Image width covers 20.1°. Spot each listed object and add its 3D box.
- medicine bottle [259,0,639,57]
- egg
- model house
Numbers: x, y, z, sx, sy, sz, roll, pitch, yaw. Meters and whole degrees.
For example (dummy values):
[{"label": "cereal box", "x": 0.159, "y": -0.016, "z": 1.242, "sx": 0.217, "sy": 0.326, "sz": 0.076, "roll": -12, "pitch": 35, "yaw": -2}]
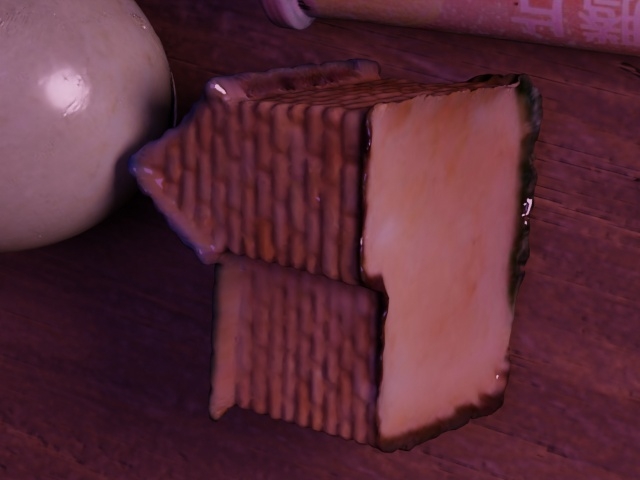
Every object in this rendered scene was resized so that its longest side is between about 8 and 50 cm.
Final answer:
[{"label": "medicine bottle", "x": 0.182, "y": -0.137, "z": 0.906, "sx": 0.426, "sy": 0.108, "sz": 0.108, "roll": 9, "pitch": 88, "yaw": 18}, {"label": "egg", "x": -0.200, "y": -0.087, "z": 0.985, "sx": 0.253, "sy": 0.186, "sz": 0.186, "roll": 13, "pitch": 90, "yaw": 16}, {"label": "model house", "x": 0.000, "y": 0.000, "z": 0.940, "sx": 0.172, "sy": 0.166, "sz": 0.183, "roll": 9, "pitch": 104, "yaw": 34}]
